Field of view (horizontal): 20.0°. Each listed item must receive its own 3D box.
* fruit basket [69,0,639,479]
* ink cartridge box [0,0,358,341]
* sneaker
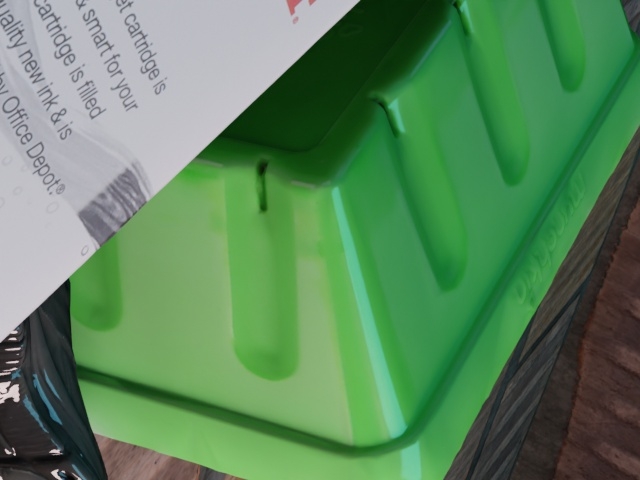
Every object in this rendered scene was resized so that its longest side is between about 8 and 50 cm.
[{"bbox_3d":[0.000,0.000,0.995,0.392,0.283,0.392,-42,139,-52],"label":"fruit basket"},{"bbox_3d":[-0.128,-0.070,0.489,0.273,0.114,0.197,-44,147,-17],"label":"ink cartridge box"},{"bbox_3d":[-0.143,0.045,0.796,0.130,0.109,0.286,-85,175,-48],"label":"sneaker"}]
